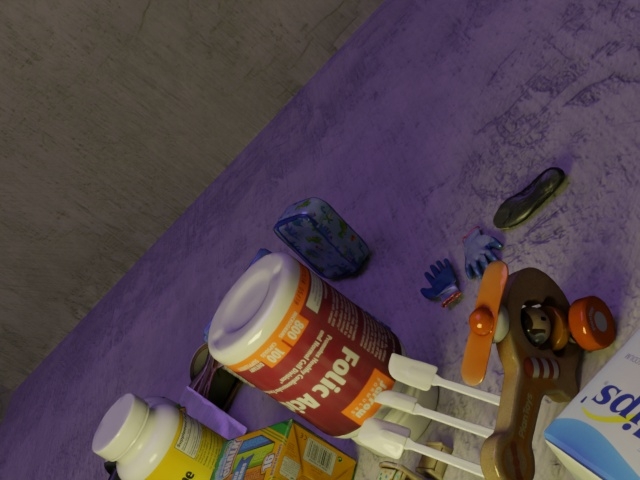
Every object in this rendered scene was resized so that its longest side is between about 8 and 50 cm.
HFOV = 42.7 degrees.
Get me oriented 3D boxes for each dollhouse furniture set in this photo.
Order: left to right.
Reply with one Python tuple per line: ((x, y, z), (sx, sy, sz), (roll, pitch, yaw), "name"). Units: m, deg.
((0.106, 0.409, 1.383), (0.161, 0.101, 0.182), (-16, 42, 54), "dollhouse furniture set")

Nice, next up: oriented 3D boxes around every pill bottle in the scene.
((-0.314, 0.474, 1.770), (0.188, 0.334, 0.188), (-41, 25, 24), "pill bottle")
((0.013, 0.215, 1.472), (0.224, 0.392, 0.224), (-41, 25, 24), "pill bottle")

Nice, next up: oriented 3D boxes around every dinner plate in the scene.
((-0.298, 0.337, 2.194), (0.017, 0.141, 0.141), (9, 61, 43), "dinner plate")

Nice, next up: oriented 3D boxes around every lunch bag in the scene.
((0.000, 0.000, 2.040), (0.176, 0.219, 0.090), (-14, 36, 53), "lunch bag")

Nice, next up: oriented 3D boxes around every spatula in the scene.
((0.197, 0.293, 1.332), (0.242, 0.019, 0.168), (16, 63, 24), "spatula")

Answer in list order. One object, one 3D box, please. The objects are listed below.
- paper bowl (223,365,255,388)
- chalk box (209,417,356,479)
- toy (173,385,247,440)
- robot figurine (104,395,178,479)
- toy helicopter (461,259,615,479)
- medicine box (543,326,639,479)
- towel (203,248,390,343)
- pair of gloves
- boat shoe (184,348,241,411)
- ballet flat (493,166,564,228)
((-0.090, 0.217, 1.906), (0.284, 0.148, 0.284), (-56, -1, -2), "paper bowl")
((-0.103, 0.486, 1.564), (0.289, 0.180, 0.179), (-31, 30, 42), "chalk box")
((-0.278, 0.472, 2.016), (0.237, 0.056, 0.137), (25, 85, 36), "toy")
((-0.452, 0.544, 2.137), (0.209, 0.173, 0.278), (-22, 36, 44), "robot figurine")
((0.291, 0.190, 1.196), (0.140, 0.235, 0.355), (-24, 35, 47), "toy helicopter")
((0.456, 0.212, 0.924), (0.289, 0.149, 0.263), (-44, 22, -7), "medicine box")
((-0.054, 0.197, 1.747), (0.243, 0.336, 0.040), (-57, -5, -12), "towel")
((0.286, 0.058, 1.676), (0.198, 0.023, 0.159), (-44, 22, 14), "pair of gloves")
((-0.237, 0.328, 2.144), (0.120, 0.122, 0.324), (3, 66, 56), "boat shoe")
((0.416, -0.079, 1.625), (0.173, 0.049, 0.057), (-42, 67, 25), "ballet flat")
